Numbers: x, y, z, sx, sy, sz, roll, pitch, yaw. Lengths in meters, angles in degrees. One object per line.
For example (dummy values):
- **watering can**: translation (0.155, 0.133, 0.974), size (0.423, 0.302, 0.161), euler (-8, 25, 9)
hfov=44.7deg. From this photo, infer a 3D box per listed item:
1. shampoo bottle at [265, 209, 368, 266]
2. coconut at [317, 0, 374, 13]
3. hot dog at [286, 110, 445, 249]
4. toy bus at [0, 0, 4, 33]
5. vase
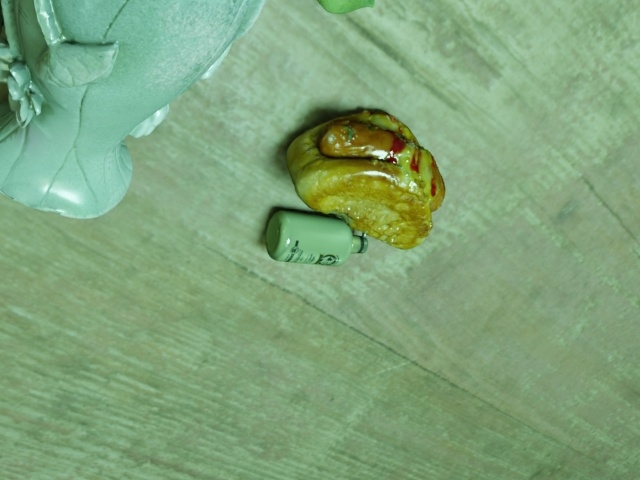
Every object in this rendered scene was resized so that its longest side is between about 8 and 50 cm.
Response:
- **shampoo bottle**: translation (0.000, 0.000, 1.214), size (0.162, 0.079, 0.079), euler (7, 122, -26)
- **coconut**: translation (0.033, -0.329, 0.982), size (0.088, 0.088, 0.096), euler (-42, 99, 12)
- **hot dog**: translation (0.085, -0.097, 1.141), size (0.257, 0.150, 0.153), euler (24, 123, -33)
- **toy bus**: translation (-0.373, -0.322, 0.802), size (0.121, 0.120, 0.265), euler (5, 123, -26)
- **vase**: translation (-0.223, -0.212, 0.819), size (0.250, 0.250, 0.445), euler (13, 139, -29)
